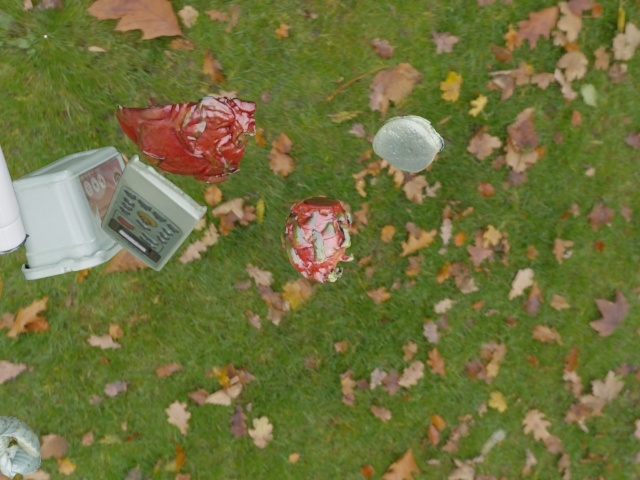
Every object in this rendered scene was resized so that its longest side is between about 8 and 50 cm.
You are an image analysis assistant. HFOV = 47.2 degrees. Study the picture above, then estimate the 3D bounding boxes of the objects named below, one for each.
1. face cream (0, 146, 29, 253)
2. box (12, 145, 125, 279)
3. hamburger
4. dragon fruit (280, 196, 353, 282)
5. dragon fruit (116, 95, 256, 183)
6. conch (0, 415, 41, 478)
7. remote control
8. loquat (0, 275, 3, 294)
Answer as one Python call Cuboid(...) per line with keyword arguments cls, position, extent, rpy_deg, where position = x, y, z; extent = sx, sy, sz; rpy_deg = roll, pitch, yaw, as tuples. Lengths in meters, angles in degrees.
Cuboid(cls="face cream", position=(-0.414, -0.093, 0.889), extent=(0.058, 0.092, 0.243), rpy_deg=(-48, 150, -43))
Cuboid(cls="box", position=(-0.469, -0.066, 1.428), extent=(0.175, 0.312, 0.182), rpy_deg=(-11, 107, 10))
Cuboid(cls="hamburger", position=(0.183, -0.207, 1.545), extent=(0.140, 0.062, 0.133), rpy_deg=(38, 134, -21))
Cuboid(cls="dragon fruit", position=(0.000, 0.000, 1.613), extent=(0.167, 0.160, 0.172), rpy_deg=(-4, 109, -32))
Cuboid(cls="dragon fruit", position=(-0.307, -0.233, 1.783), extent=(0.286, 0.329, 0.227), rpy_deg=(-11, 104, -38))
Cuboid(cls="conch", position=(-0.651, 0.419, 1.528), extent=(0.135, 0.102, 0.153), rpy_deg=(-14, 137, 17))
Cuboid(cls="remote control", position=(-0.244, -0.031, 1.042), extent=(0.123, 0.285, 0.038), rpy_deg=(38, 65, -10))
Cuboid(cls="loquat", position=(-0.804, 0.106, 1.693), extent=(0.137, 0.113, 0.137), rpy_deg=(-41, 147, -35))
